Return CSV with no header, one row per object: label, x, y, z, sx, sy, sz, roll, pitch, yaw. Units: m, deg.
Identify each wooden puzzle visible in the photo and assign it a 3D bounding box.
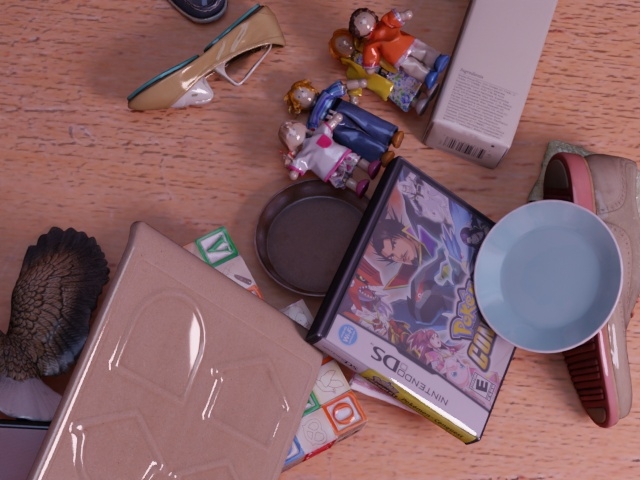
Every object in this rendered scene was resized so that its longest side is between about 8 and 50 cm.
wooden puzzle,-0.163,0.198,1.597,0.322,0.080,0.348,36,63,-41

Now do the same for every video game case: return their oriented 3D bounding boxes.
video game case,0.139,0.071,1.781,0.248,0.035,0.275,34,61,-15

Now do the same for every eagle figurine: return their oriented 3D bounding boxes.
eagle figurine,-0.378,0.110,1.714,0.225,0.226,0.298,-4,79,15

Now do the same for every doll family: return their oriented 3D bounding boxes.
doll family,0.044,-0.181,1.880,0.163,0.118,0.263,33,91,10

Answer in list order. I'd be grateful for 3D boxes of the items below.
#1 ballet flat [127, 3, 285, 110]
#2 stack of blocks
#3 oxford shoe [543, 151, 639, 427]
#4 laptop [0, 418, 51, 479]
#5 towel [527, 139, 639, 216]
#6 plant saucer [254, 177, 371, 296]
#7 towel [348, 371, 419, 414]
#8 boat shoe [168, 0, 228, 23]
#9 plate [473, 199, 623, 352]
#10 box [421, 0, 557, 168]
ballet flat,-0.142,-0.221,1.886,0.232,0.080,0.073,-37,95,-12
stack of blocks,-0.089,0.137,1.780,0.171,0.087,0.297,-27,78,-12
oxford shoe,0.370,0.058,1.818,0.130,0.123,0.348,-4,86,-15
laptop,-0.447,0.413,1.599,0.381,0.408,0.236,3,39,-5
towel,0.355,-0.067,1.909,0.148,0.027,0.110,21,72,1
plant saucer,0.000,0.000,1.845,0.168,0.029,0.168,0,62,0
towel,0.122,0.118,1.807,0.144,0.029,0.197,19,63,-9
boat shoe,-0.191,-0.412,1.932,0.095,0.079,0.255,-17,76,-10
plate,0.278,0.044,1.761,0.188,0.024,0.188,-5,78,26
box,0.230,-0.244,1.914,0.113,0.094,0.275,21,73,1
